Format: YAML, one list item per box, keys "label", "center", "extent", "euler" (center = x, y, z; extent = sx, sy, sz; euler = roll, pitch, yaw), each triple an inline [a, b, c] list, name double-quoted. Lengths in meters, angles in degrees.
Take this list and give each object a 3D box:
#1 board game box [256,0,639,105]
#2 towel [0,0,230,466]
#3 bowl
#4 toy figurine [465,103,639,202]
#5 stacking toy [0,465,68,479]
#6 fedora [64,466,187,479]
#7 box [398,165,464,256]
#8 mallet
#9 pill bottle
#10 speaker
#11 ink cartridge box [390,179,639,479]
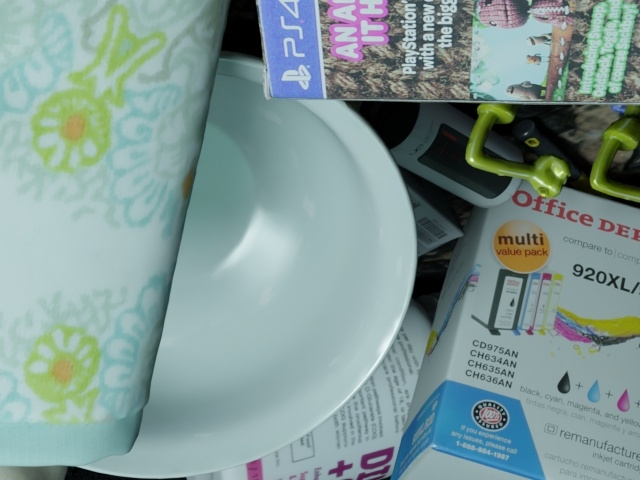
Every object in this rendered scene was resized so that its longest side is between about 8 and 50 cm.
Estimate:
- label: "board game box"
  center: [0.115, -0.180, 0.554]
  extent: [0.290, 0.141, 0.232]
  euler: [2, 146, 5]
- label: "towel"
  center: [-0.237, -0.046, 0.677]
  extent: [0.374, 0.090, 0.321]
  euler: [6, 110, -27]
- label: "bowl"
  center: [-0.097, -0.005, 0.892]
  extent: [0.297, 0.134, 0.298]
  euler: [-6, 119, -11]
- label: "toy figurine"
  center: [0.221, -0.086, 0.827]
  extent: [0.362, 0.191, 0.217]
  euler: [8, 177, -13]
- label: "stacking toy"
  center: [-0.445, 0.101, 0.980]
  extent: [0.479, 0.351, 0.350]
  euler: [-1, 161, 32]
- label: "fedora"
  center: [-0.184, 0.269, 1.224]
  extent: [0.334, 0.334, 0.152]
  euler: [17, 118, -42]
- label: "box"
  center: [0.000, 0.000, 1.070]
  extent: [0.186, 0.038, 0.145]
  euler: [-28, 151, 17]
- label: "mallet"
  center: [0.192, -0.045, 1.081]
  extent: [0.062, 0.039, 0.189]
  euler: [-24, 145, 34]
- label: "pill bottle"
  center: [0.021, 0.134, 1.210]
  extent: [0.283, 0.160, 0.160]
  euler: [-13, 157, -21]
- label: "speaker"
  center: [0.085, -0.067, 0.973]
  extent: [0.055, 0.055, 0.136]
  euler: [-25, 149, 31]
- label: "ink cartridge box"
  center: [0.173, 0.096, 1.075]
  extent: [0.171, 0.233, 0.168]
  euler: [17, 156, -1]
